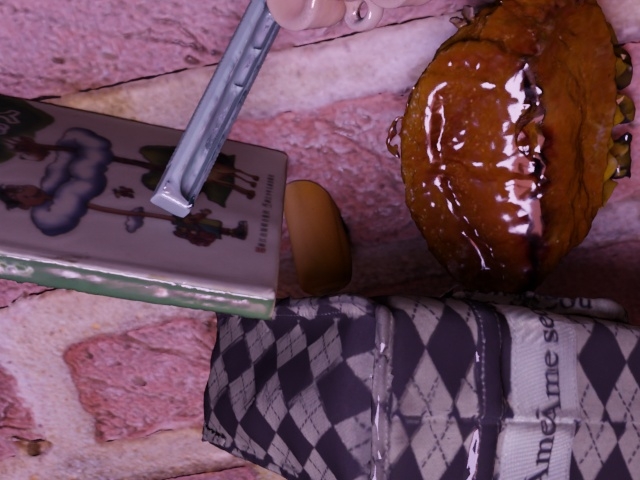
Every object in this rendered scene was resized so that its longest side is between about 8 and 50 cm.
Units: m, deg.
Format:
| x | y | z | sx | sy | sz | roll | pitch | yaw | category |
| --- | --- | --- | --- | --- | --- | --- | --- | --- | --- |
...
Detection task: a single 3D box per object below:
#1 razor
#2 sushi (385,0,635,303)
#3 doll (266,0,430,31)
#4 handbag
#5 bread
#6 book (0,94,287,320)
| x | y | z | sx | sy | sz | roll | pitch | yaw | category |
| --- | --- | --- | --- | --- | --- | --- | --- | --- | --- |
| -0.054 | -0.145 | 0.709 | 0.111 | 0.056 | 0.278 | 29 | 78 | -15 | razor |
| 0.161 | -0.072 | 0.774 | 0.167 | 0.179 | 0.296 | 1 | 107 | 27 | sushi |
| -0.003 | -0.276 | 0.628 | 0.154 | 0.119 | 0.278 | -19 | 89 | 46 | doll |
| 0.139 | 0.134 | 0.760 | 0.416 | 0.317 | 0.180 | 7 | 83 | -27 | handbag |
| 0.000 | -0.001 | 0.875 | 0.049 | 0.103 | 0.062 | -19 | 163 | 24 | bread |
| -0.210 | -0.043 | 0.726 | 0.371 | 0.260 | 0.043 | 9 | 116 | -5 | book |
